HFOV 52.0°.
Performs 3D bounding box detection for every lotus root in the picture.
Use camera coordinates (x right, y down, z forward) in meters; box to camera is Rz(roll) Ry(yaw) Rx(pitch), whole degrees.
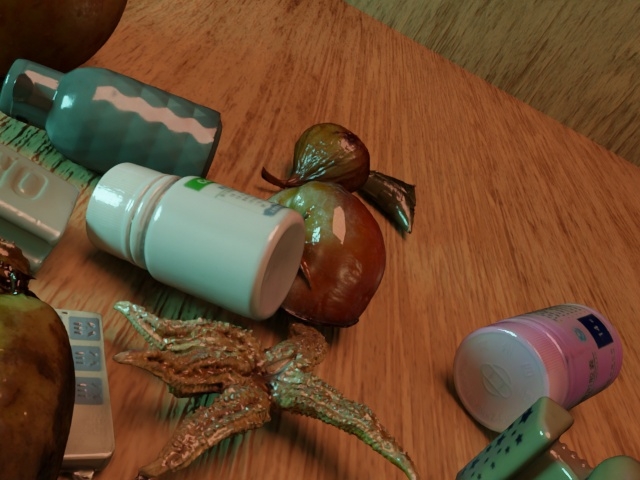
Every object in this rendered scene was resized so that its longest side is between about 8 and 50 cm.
[{"bbox_3d":[-0.273,0.142,0.481,0.169,0.141,0.314,-7,47,-2],"label":"lotus root"}]

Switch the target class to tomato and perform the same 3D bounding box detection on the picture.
[{"bbox_3d":[0.000,0.000,0.903,0.180,0.155,0.214,18,19,-41],"label":"tomato"}]

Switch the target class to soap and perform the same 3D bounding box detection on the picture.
[{"bbox_3d":[-0.377,-0.061,0.724,0.198,0.066,0.119,33,25,-25],"label":"soap"}]

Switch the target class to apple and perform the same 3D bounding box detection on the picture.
[{"bbox_3d":[-0.490,-0.422,0.958,0.400,0.333,0.400,42,19,-18],"label":"apple"}]

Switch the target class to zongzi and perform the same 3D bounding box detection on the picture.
[{"bbox_3d":[0.110,-0.080,1.258,0.154,0.062,0.131,21,43,-7],"label":"zongzi"}]

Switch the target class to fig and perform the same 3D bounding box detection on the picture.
[{"bbox_3d":[-0.009,-0.121,1.163,0.146,0.134,0.201,18,42,37],"label":"fig"}]

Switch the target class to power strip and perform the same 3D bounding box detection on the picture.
[{"bbox_3d":[-0.247,0.138,0.627,0.081,0.035,0.192,11,35,-31],"label":"power strip"}]

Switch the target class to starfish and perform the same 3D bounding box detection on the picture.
[{"bbox_3d":[-0.083,0.160,0.683,0.293,0.084,0.301,11,29,-37],"label":"starfish"}]

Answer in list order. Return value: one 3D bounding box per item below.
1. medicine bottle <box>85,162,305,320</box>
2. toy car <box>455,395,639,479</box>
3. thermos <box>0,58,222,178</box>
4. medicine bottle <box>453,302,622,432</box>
[{"bbox_3d":[-0.147,-0.005,0.781,0.236,0.139,0.139,18,27,17],"label":"medicine bottle"},{"bbox_3d":[0.161,0.300,0.557,0.336,0.242,0.226,-6,49,-48],"label":"toy car"},{"bbox_3d":[-0.295,-0.166,0.933,0.286,0.145,0.182,21,0,-16],"label":"thermos"},{"bbox_3d":[0.324,0.181,0.968,0.253,0.152,0.152,-5,46,-46],"label":"medicine bottle"}]
